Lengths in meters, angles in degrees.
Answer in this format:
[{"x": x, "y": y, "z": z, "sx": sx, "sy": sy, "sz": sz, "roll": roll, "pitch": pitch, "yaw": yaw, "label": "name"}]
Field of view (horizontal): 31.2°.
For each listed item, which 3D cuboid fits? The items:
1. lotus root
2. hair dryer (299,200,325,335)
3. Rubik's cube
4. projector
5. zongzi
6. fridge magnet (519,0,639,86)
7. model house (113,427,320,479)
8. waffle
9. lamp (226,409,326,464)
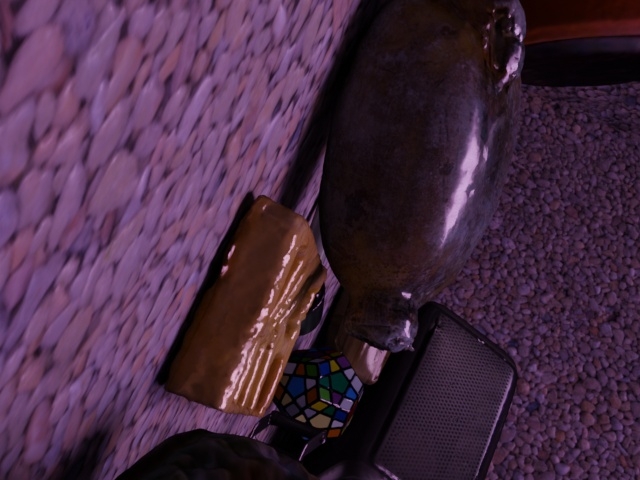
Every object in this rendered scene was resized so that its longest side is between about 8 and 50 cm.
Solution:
[{"x": 0.083, "y": -0.073, "z": 1.034, "sx": 0.175, "sy": 0.175, "sz": 0.349, "roll": -23, "pitch": 129, "yaw": -79, "label": "lotus root"}, {"x": 0.000, "y": 0.000, "z": 1.203, "sx": 0.100, "sy": 0.057, "sz": 0.197, "roll": 95, "pitch": 16, "yaw": -73, "label": "hair dryer"}, {"x": -0.004, "y": 0.209, "z": 1.571, "sx": 0.112, "sy": 0.133, "sz": 0.133, "roll": 24, "pitch": 91, "yaw": -56, "label": "Rubik's cube"}, {"x": 0.100, "y": 0.353, "z": 1.937, "sx": 0.395, "sy": 0.242, "sz": 0.405, "roll": -46, "pitch": -171, "yaw": 46, "label": "projector"}, {"x": 0.083, "y": 0.103, "z": 1.867, "sx": 0.256, "sy": 0.115, "sz": 0.228, "roll": -51, "pitch": 162, "yaw": -88, "label": "zongzi"}, {"x": 0.273, "y": -0.246, "z": 1.158, "sx": 0.363, "sy": 0.364, "sz": 0.155, "roll": 14, "pitch": 76, "yaw": -82, "label": "fridge magnet"}, {"x": 0.020, "y": 0.304, "z": 0.645, "sx": 0.297, "sy": 0.339, "sz": 0.360, "roll": -25, "pitch": 101, "yaw": -41, "label": "model house"}, {"x": -0.055, "y": 0.069, "z": 0.986, "sx": 0.274, "sy": 0.057, "sz": 0.168, "roll": 71, "pitch": 44, "yaw": -79, "label": "waffle"}, {"x": -0.094, "y": 0.308, "z": 1.276, "sx": 0.172, "sy": 0.147, "sz": 0.227, "roll": 17, "pitch": 90, "yaw": -59, "label": "lamp"}]
